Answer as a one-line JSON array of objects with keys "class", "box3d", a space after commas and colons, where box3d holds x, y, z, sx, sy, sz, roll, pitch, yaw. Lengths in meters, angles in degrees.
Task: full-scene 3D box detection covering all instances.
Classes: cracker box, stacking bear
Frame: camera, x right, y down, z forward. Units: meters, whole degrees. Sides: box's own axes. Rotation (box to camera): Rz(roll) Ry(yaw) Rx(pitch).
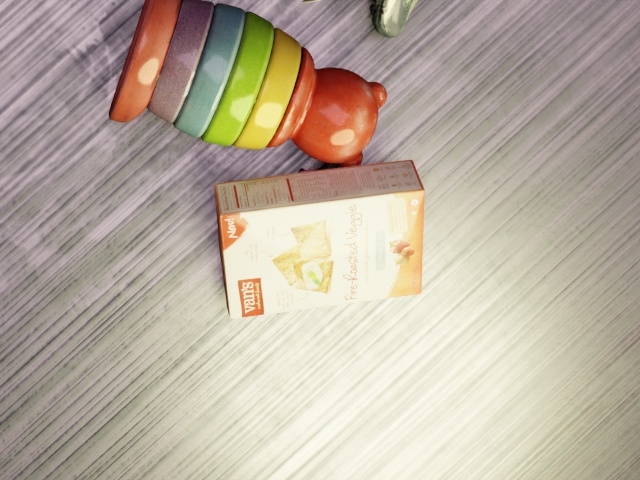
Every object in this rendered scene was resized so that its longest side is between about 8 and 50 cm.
[{"class": "cracker box", "box3d": [0.000, 0.000, 1.386, 0.232, 0.067, 0.156, -7, 129, -5]}, {"class": "stacking bear", "box3d": [-0.072, -0.172, 1.354, 0.289, 0.164, 0.175, 18, 94, -13]}]

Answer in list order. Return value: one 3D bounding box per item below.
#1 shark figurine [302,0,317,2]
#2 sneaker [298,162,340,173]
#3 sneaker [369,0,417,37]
[{"class": "shark figurine", "box3d": [0.043, -0.403, 1.370, 0.116, 0.166, 0.278, 5, 95, 26]}, {"class": "sneaker", "box3d": [-0.017, -0.056, 1.429, 0.119, 0.047, 0.057, -36, 67, 6]}, {"class": "sneaker", "box3d": [0.157, -0.350, 1.383, 0.122, 0.110, 0.283, 28, 92, -12]}]
